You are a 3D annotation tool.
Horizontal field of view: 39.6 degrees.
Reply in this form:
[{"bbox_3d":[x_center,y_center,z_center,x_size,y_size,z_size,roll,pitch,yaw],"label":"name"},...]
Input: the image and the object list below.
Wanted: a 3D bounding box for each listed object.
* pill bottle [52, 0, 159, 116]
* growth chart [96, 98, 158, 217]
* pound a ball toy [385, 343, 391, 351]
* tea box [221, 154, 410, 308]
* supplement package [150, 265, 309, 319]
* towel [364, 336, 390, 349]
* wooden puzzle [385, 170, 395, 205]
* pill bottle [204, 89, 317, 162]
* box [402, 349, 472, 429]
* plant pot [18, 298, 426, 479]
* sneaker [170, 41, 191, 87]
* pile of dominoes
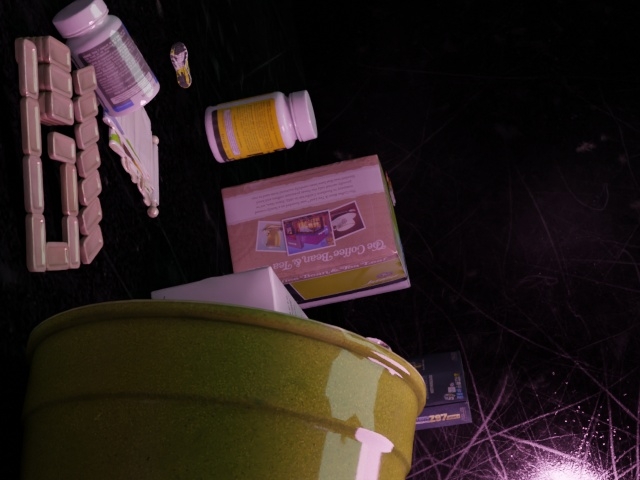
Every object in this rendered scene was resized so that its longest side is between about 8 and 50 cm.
[{"bbox_3d":[-0.265,-0.229,1.098,0.078,0.078,0.137,-91,157,-55],"label":"pill bottle"},{"bbox_3d":[-0.269,-0.159,1.246,0.237,0.021,0.172,71,11,-48],"label":"growth chart"},{"bbox_3d":[-0.006,0.310,1.487,0.136,0.208,0.319,61,38,-74],"label":"pound a ball toy"},{"bbox_3d":[0.000,0.000,1.882,0.323,0.329,0.219,57,21,-73],"label":"tea box"},{"bbox_3d":[-0.113,0.177,1.316,0.293,0.178,0.175,61,18,-68],"label":"supplement package"},{"bbox_3d":[-0.045,0.272,1.199,0.053,0.331,0.317,36,6,21],"label":"towel"},{"bbox_3d":[0.152,-0.108,1.906,0.083,0.006,0.049,67,11,-52],"label":"wooden puzzle"},{"bbox_3d":[-0.119,-0.234,1.798,0.119,0.209,0.119,-11,90,-83],"label":"pill bottle"},{"bbox_3d":[0.229,0.329,1.954,0.232,0.184,0.059,-77,155,-69],"label":"box"},{"bbox_3d":[-0.103,0.283,0.744,0.366,0.367,0.352,67,25,-58],"label":"plant pot"},{"bbox_3d":[-0.254,-0.317,1.611,0.035,0.031,0.083,-154,-124,-82],"label":"sneaker"},{"bbox_3d":[-0.294,-0.091,0.972,0.196,0.040,0.251,13,74,-83],"label":"pile of dominoes"}]
